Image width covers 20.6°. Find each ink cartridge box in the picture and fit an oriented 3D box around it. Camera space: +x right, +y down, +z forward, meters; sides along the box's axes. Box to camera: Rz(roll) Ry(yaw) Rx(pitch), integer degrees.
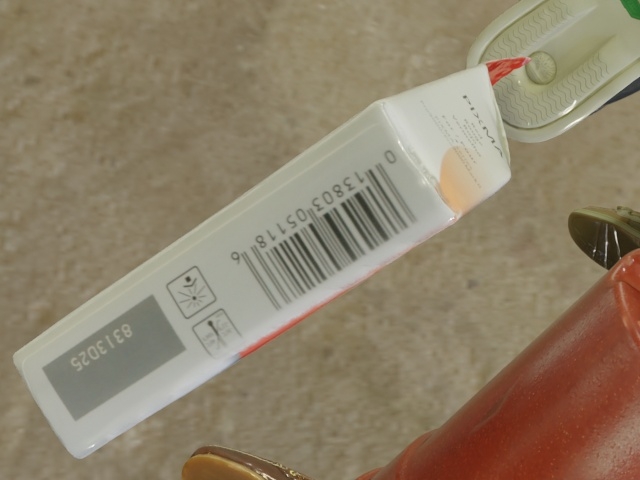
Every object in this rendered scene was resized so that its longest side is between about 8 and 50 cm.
[{"bbox_3d":[0.000,0.000,0.576,0.145,0.179,0.045,-33,85,22],"label":"ink cartridge box"}]

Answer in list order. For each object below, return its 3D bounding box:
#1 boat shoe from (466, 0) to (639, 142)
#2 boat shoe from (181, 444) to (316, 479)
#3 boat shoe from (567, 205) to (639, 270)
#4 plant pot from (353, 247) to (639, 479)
[{"bbox_3d":[0.174,-0.120,0.799,0.233,0.079,0.084,-26,90,36],"label":"boat shoe"},{"bbox_3d":[-0.033,0.255,1.694,0.207,0.073,0.073,31,120,1],"label":"boat shoe"},{"bbox_3d":[0.291,0.003,1.547,0.153,0.048,0.056,19,135,31],"label":"boat shoe"},{"bbox_3d":[0.184,0.164,1.077,0.272,0.272,0.265,50,122,21],"label":"plant pot"}]
